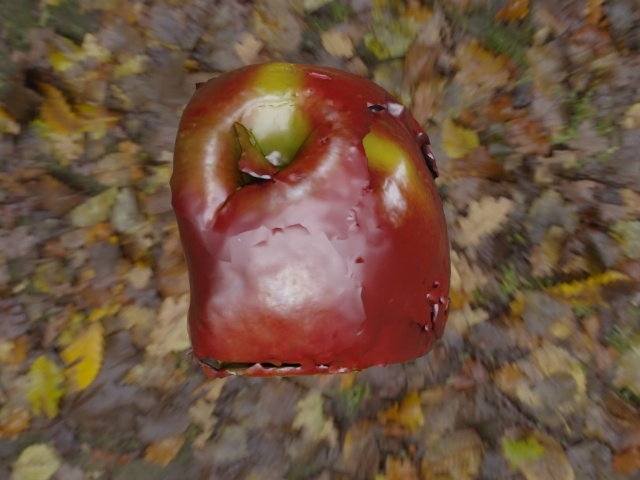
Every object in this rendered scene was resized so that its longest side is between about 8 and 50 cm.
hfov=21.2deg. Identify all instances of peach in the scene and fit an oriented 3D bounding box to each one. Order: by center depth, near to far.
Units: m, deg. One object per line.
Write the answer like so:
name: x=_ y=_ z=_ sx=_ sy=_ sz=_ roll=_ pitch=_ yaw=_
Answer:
peach: x=0.006 y=0.001 z=0.666 sx=0.092 sy=0.172 sz=0.127 roll=-8 pitch=68 yaw=17
